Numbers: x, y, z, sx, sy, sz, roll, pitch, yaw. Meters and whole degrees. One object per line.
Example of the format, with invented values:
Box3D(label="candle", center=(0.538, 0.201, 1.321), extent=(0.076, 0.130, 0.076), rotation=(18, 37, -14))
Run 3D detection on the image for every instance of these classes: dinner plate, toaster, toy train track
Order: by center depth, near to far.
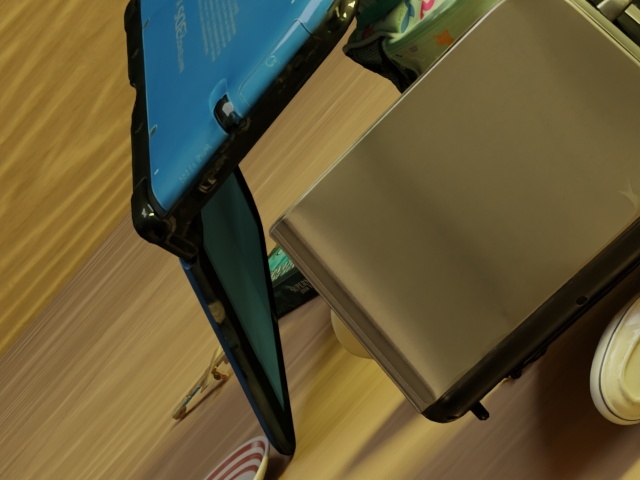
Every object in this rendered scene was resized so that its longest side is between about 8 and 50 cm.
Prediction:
Box3D(label="toaster", center=(0.082, -0.020, 0.752), extent=(0.185, 0.110, 0.168), rotation=(-44, -6, 20))
Box3D(label="dinner plate", center=(-0.071, 0.172, 1.085), extent=(0.141, 0.017, 0.141), rotation=(-47, 9, 10))
Box3D(label="toy train track", center=(-0.086, 0.110, 1.419), extent=(0.083, 0.014, 0.048), rotation=(-50, 15, 36))

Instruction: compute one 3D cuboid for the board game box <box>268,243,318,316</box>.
Box3D(label="board game box", center=(0.000, 0.000, 1.411), extent=(0.126, 0.026, 0.186), rotation=(-55, 11, -29))

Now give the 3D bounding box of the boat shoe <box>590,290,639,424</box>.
Box3D(label="boat shoe", center=(0.135, 0.025, 0.670), extent=(0.100, 0.035, 0.035), rotation=(-45, 5, -14))

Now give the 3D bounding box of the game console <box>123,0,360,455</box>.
Box3D(label="game console", center=(-0.020, -0.070, 1.115), extent=(0.250, 0.173, 0.293), rotation=(-49, 25, 20))

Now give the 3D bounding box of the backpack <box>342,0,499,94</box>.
Box3D(label="backpack", center=(0.120, -0.173, 1.104), extent=(0.225, 0.191, 0.253), rotation=(-49, 14, -3))

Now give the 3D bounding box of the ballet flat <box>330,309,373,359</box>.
Box3D(label="ballet flat", center=(0.105, -0.028, 0.907), extent=(0.248, 0.086, 0.086), rotation=(-48, 9, 3))
